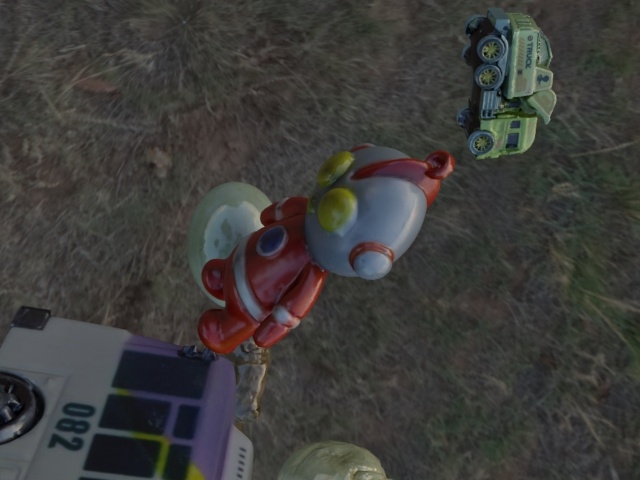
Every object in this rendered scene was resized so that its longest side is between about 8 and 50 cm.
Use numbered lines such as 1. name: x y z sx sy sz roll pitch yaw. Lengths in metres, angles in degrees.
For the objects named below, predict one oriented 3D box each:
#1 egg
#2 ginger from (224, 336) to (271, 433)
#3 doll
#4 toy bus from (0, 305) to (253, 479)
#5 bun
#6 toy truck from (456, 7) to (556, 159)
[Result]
1. egg: -0.104 0.005 1.188 0.114 0.114 0.152 6 92 -9
2. ginger: -0.117 0.171 1.412 0.122 0.084 0.290 18 105 28
3. doll: 0.000 0.000 0.740 0.076 0.142 0.245 31 130 -32
4. toy bus: -0.189 0.255 0.728 0.250 0.440 0.209 8 120 -2
5. bun: 0.036 0.335 1.311 0.111 0.188 0.164 -49 123 -31
6. toy truck: 0.244 -0.202 1.271 0.116 0.085 0.191 -3 122 -4
